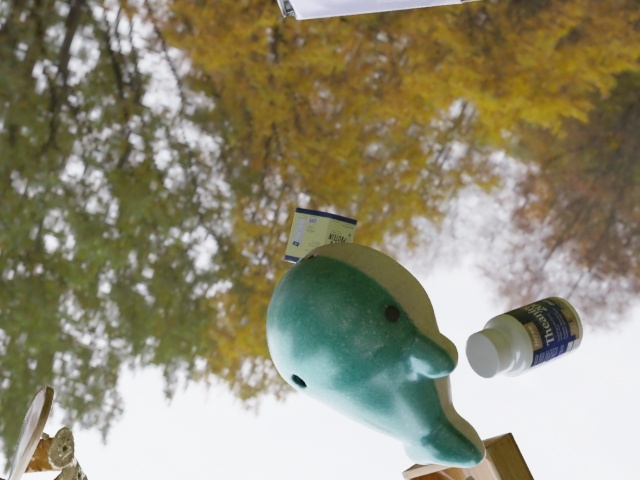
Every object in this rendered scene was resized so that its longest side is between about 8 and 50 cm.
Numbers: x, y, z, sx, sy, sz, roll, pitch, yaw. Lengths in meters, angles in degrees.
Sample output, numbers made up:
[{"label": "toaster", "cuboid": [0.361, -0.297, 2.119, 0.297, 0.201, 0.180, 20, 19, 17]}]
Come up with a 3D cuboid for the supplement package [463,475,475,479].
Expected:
[{"label": "supplement package", "cuboid": [0.084, 0.385, 1.025, 0.199, 0.262, 0.198, 46, -140, 3]}]

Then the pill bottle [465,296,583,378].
[{"label": "pill bottle", "cuboid": [0.211, 0.104, 1.217, 0.120, 0.067, 0.067, -16, -133, -34]}]

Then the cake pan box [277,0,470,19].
[{"label": "cake pan box", "cuboid": [0.099, -0.215, 0.453, 0.246, 0.266, 0.070, -3, 162, 12]}]

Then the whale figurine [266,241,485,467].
[{"label": "whale figurine", "cuboid": [0.050, 0.136, 1.164, 0.141, 0.216, 0.272, -41, -73, -30]}]

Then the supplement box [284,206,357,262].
[{"label": "supplement box", "cuboid": [0.000, 0.000, 1.747, 0.056, 0.083, 0.083, 14, 178, -42]}]

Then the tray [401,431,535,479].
[{"label": "tray", "cuboid": [0.301, 0.515, 1.811, 0.076, 0.203, 0.410, -24, -94, -41]}]

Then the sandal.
[{"label": "sandal", "cuboid": [-0.261, 0.226, 1.106, 0.079, 0.240, 0.088, 22, -142, -17]}]
